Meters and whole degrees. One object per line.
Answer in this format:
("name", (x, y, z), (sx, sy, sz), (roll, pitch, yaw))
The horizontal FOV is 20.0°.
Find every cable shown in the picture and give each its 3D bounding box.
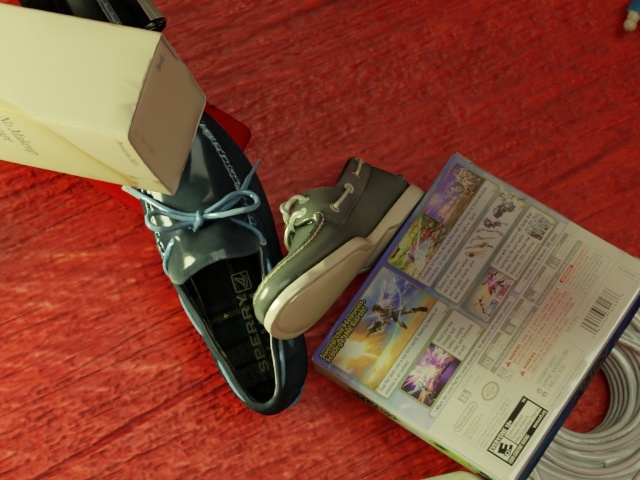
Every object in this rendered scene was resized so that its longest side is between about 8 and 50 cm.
("cable", (0.274, 0.159, 1.922), (0.257, 0.089, 0.257), (-33, 86, -18))

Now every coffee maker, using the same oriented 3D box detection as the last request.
("coffee maker", (-0.271, -0.255, 1.866), (0.171, 0.120, 0.178), (-29, 86, -7))

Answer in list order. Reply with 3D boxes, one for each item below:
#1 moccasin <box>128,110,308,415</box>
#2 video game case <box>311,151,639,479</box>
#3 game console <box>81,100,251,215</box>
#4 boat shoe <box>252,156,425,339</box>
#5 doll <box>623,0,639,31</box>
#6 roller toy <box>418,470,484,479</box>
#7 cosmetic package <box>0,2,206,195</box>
("moccasin", (-0.092, 0.011, 1.812), (0.137, 0.117, 0.342), (-27, 93, 7))
("video game case", (0.166, 0.083, 1.845), (0.244, 0.061, 0.269), (32, 78, 18))
("game console", (-0.164, -0.094, 1.905), (0.144, 0.085, 0.124), (31, 104, -5))
("boat shoe", (0.000, 0.000, 1.818), (0.099, 0.116, 0.319), (37, 33, 9))
("doll", (0.402, -0.247, 2.063), (0.129, 0.046, 0.189), (-8, 81, -17))
("roller toy", (0.108, 0.336, 1.787), (0.146, 0.191, 0.209), (-11, 95, -17))
("cosmetic package", (-0.285, -0.147, 1.749), (0.309, 0.160, 0.113), (13, 74, 18))
